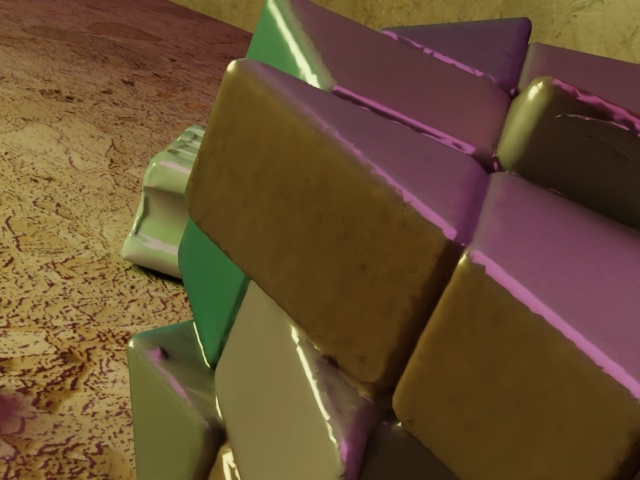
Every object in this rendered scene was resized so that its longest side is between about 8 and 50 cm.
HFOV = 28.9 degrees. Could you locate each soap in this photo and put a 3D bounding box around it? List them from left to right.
[{"bbox_3d":[0.000,0.000,1.234,0.347,0.115,0.208,18,17,0],"label":"soap"}]

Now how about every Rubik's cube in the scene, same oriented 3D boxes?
[{"bbox_3d":[0.088,0.064,0.672,0.368,0.358,0.387,25,30,2],"label":"Rubik's cube"}]
